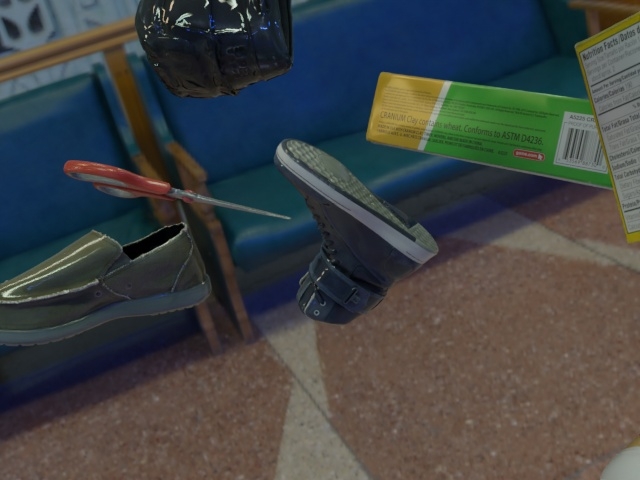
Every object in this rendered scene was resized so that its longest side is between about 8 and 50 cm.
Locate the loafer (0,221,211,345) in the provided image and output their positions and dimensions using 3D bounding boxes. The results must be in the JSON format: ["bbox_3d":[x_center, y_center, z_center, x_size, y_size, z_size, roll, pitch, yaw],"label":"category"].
[{"bbox_3d":[-0.221,0.032,0.834,0.251,0.087,0.094,-12,17,-37],"label":"loafer"}]

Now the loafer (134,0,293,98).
[{"bbox_3d":[-0.029,-0.167,0.456,0.078,0.076,0.223,1,62,15],"label":"loafer"}]

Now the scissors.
[{"bbox_3d":[-0.188,-0.061,1.147,0.297,0.109,0.021,11,76,22],"label":"scissors"}]

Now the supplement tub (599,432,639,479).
[{"bbox_3d":[0.452,0.279,0.982,0.316,0.228,0.228,-34,31,-22],"label":"supplement tub"}]

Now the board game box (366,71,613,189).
[{"bbox_3d":[0.232,-0.089,0.850,0.242,0.064,0.316,16,9,37],"label":"board game box"}]

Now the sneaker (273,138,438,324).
[{"bbox_3d":[0.001,0.001,1.026,0.163,0.226,0.086,-44,24,21],"label":"sneaker"}]

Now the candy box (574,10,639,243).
[{"bbox_3d":[0.192,-0.066,0.364,0.027,0.105,0.206,-9,-5,-27],"label":"candy box"}]
